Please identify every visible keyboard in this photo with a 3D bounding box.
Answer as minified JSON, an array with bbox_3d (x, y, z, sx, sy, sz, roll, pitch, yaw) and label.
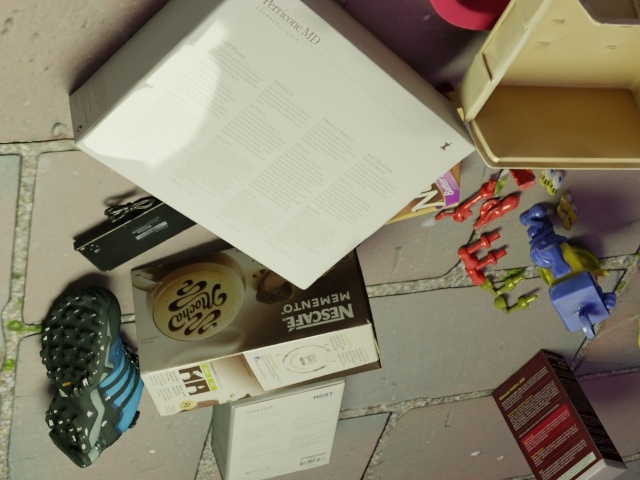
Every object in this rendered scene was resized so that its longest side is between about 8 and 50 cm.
[{"bbox_3d":[-0.220,-0.026,1.590,0.180,0.023,0.108,-29,149,5],"label":"keyboard"}]

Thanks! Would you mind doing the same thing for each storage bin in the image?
[{"bbox_3d":[0.324,-0.201,1.436,0.260,0.123,0.262,-2,150,-21],"label":"storage bin"}]

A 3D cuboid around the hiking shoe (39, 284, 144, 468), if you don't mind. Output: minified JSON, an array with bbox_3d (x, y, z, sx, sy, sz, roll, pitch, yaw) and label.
[{"bbox_3d":[-0.301,0.166,1.737,0.132,0.113,0.304,-33,149,-42],"label":"hiking shoe"}]

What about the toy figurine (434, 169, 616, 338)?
[{"bbox_3d":[0.334,0.075,1.850,0.191,0.217,0.362,-29,142,7],"label":"toy figurine"}]

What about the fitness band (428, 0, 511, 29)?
[{"bbox_3d":[0.215,-0.358,1.401,0.209,0.054,0.291,-5,138,-19],"label":"fitness band"}]

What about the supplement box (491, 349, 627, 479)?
[{"bbox_3d":[0.400,0.320,2.163,0.073,0.239,0.130,18,127,-43],"label":"supplement box"}]

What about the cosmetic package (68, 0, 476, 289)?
[{"bbox_3d":[-0.048,-0.133,1.451,0.284,0.097,0.377,-38,132,21],"label":"cosmetic package"}]

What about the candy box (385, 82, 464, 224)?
[{"bbox_3d":[0.124,-0.109,1.649,0.109,0.053,0.187,-15,140,-10],"label":"candy box"}]

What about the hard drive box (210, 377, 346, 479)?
[{"bbox_3d":[-0.069,0.268,1.972,0.181,0.089,0.232,-11,142,-17],"label":"hard drive box"}]

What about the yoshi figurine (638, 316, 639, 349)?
[{"bbox_3d":[0.747,0.159,2.216,0.362,0.204,0.203,-17,159,-12],"label":"yoshi figurine"}]

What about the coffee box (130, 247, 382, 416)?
[{"bbox_3d":[-0.083,0.103,1.660,0.297,0.168,0.119,-12,143,2],"label":"coffee box"}]

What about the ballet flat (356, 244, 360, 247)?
[{"bbox_3d":[0.000,0.000,1.729,0.114,0.041,0.041,6,134,-32],"label":"ballet flat"}]
